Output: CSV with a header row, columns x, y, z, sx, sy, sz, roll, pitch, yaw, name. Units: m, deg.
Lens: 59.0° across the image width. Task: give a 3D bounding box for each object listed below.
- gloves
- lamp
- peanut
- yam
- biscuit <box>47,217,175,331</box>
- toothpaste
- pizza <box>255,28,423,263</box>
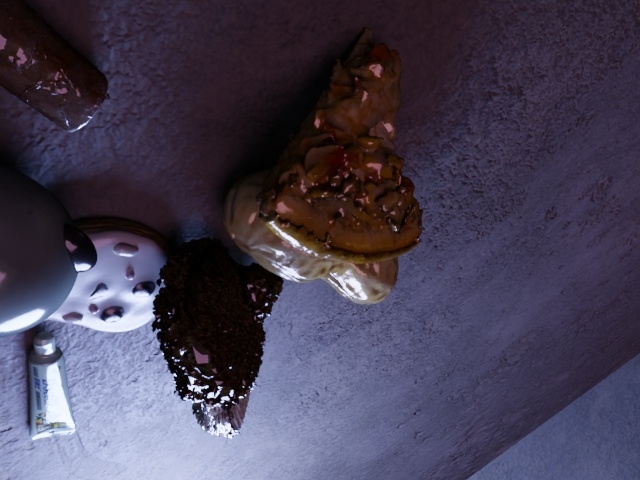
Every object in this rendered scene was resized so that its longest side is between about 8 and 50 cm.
x,y,z,sx,sy,sz,roll,pitch,yaw,name
-0.143,0.134,0.813,0.210,0.135,0.312,-58,156,-32,gloves
-0.369,0.026,0.591,0.244,0.198,0.197,-37,140,29,lamp
0.000,0.000,0.799,0.305,0.147,0.147,22,114,-41,peanut
-0.273,-0.172,0.534,0.079,0.079,0.141,-39,136,6,yam
-0.282,0.056,0.754,0.208,0.049,0.181,27,112,-42,biscuit
-0.404,0.224,0.843,0.067,0.037,0.255,-5,134,-27,toothpaste
0.067,-0.087,0.711,0.251,0.074,0.288,41,72,-41,pizza
